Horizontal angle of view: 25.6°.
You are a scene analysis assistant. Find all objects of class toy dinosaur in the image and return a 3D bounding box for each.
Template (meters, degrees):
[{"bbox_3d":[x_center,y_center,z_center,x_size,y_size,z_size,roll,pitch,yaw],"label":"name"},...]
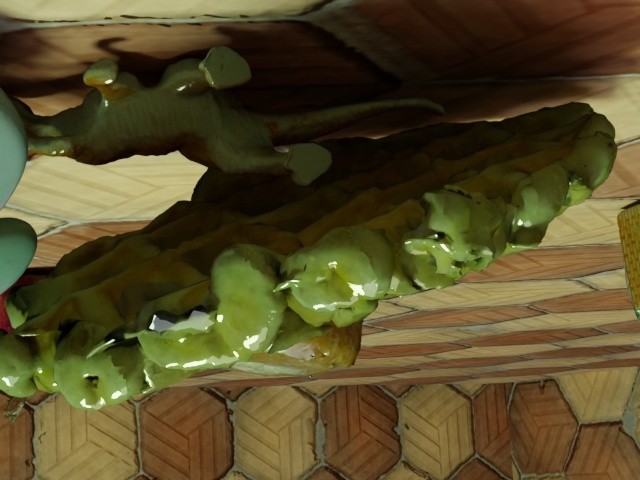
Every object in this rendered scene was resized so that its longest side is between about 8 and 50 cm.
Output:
[{"bbox_3d":[-0.059,-0.053,0.702,0.212,0.057,0.142,10,172,-37],"label":"toy dinosaur"}]

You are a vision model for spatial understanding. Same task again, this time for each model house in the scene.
[{"bbox_3d":[0.293,0.014,1.123,0.100,0.088,0.100,-9,171,11],"label":"model house"}]

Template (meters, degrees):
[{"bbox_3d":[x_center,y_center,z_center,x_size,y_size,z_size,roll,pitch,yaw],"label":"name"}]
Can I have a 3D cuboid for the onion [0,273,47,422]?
[{"bbox_3d":[-0.255,0.102,1.296,0.150,0.140,0.150,10,161,3],"label":"onion"}]

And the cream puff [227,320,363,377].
[{"bbox_3d":[-0.036,0.048,1.127,0.165,0.115,0.150,2,167,29],"label":"cream puff"}]

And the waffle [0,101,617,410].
[{"bbox_3d":[0.000,0.000,0.715,0.317,0.073,0.297,-12,-168,22],"label":"waffle"}]

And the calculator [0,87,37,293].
[{"bbox_3d":[-0.224,-0.024,0.577,0.185,0.041,0.299,-40,152,7],"label":"calculator"}]
